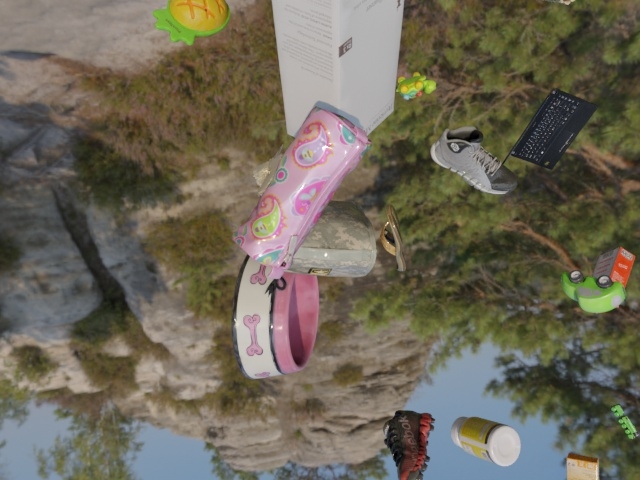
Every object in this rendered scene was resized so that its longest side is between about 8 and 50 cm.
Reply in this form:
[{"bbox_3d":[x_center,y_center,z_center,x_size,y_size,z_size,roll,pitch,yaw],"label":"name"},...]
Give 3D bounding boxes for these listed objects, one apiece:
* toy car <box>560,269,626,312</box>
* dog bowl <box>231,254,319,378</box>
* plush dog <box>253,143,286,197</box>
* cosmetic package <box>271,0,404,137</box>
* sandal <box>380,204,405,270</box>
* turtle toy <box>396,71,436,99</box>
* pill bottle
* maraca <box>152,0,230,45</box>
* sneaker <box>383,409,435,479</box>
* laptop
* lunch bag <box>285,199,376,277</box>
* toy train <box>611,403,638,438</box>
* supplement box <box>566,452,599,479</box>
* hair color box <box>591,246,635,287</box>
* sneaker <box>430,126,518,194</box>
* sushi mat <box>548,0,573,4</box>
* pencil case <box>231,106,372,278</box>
[{"bbox_3d":[0.484,0.098,0.793,0.225,0.053,0.239,10,154,46],"label":"toy car"},{"bbox_3d":[-0.115,0.211,1.528,0.150,0.408,0.408,2,176,15],"label":"dog bowl"},{"bbox_3d":[-0.088,-0.189,1.782,0.210,0.262,0.225,-41,122,11],"label":"plush dog"},{"bbox_3d":[0.039,-0.372,0.978,0.217,0.156,0.385,-47,153,-25],"label":"cosmetic package"},{"bbox_3d":[0.163,0.002,1.179,0.049,0.072,0.180,-8,129,10],"label":"sandal"},{"bbox_3d":[0.313,-0.503,1.682,0.130,0.095,0.066,-11,129,12],"label":"turtle toy"},{"bbox_3d":[0.515,0.625,1.619,0.119,0.119,0.208,-6,175,-23],"label":"pill bottle"},{"bbox_3d":[-0.277,-0.492,1.116,0.186,0.127,0.099,-51,178,-32],"label":"maraca"},{"bbox_3d":[0.225,0.552,1.368,0.135,0.098,0.276,17,-155,10],"label":"sneaker"},{"bbox_3d":[0.680,-0.312,1.518,0.264,0.137,0.234,14,125,-18],"label":"laptop"},{"bbox_3d":[0.000,0.000,1.267,0.235,0.169,0.287,5,-162,-6],"label":"lunch bag"},{"bbox_3d":[0.702,0.416,1.182,0.023,0.083,0.017,-35,166,28],"label":"toy train"},{"bbox_3d":[0.581,0.530,1.134,0.062,0.099,0.036,-2,177,33],"label":"supplement box"},{"bbox_3d":[0.645,0.089,1.147,0.043,0.141,0.072,33,157,0],"label":"hair color box"},{"bbox_3d":[0.380,-0.197,1.220,0.228,0.086,0.132,26,157,5],"label":"sneaker"},{"bbox_3d":[0.272,-0.334,0.648,0.151,0.019,0.316,-21,-152,-2],"label":"sushi mat"},{"bbox_3d":[-0.032,-0.079,0.856,0.284,0.124,0.124,-57,160,10],"label":"pencil case"}]
